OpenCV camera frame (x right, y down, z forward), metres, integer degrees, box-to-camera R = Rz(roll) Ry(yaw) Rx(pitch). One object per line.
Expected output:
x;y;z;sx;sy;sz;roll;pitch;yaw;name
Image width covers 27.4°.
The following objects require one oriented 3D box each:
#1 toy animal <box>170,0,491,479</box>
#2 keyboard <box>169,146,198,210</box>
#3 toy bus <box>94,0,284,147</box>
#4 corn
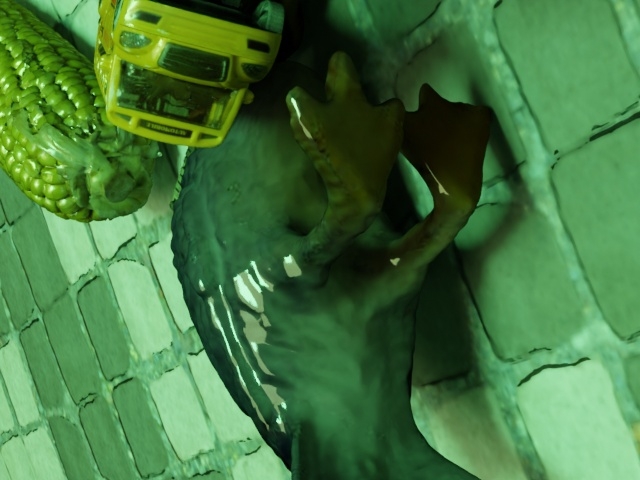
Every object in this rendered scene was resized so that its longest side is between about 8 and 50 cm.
0.000;0.000;0.634;0.185;0.122;0.298;-26;72;54;toy animal
-0.066;-0.047;0.809;0.049;0.015;0.129;55;144;25;keyboard
-0.069;-0.089;0.605;0.162;0.070;0.074;-128;53;-70;toy bus
-0.213;-0.109;0.925;0.293;0.106;0.106;39;135;40;corn
